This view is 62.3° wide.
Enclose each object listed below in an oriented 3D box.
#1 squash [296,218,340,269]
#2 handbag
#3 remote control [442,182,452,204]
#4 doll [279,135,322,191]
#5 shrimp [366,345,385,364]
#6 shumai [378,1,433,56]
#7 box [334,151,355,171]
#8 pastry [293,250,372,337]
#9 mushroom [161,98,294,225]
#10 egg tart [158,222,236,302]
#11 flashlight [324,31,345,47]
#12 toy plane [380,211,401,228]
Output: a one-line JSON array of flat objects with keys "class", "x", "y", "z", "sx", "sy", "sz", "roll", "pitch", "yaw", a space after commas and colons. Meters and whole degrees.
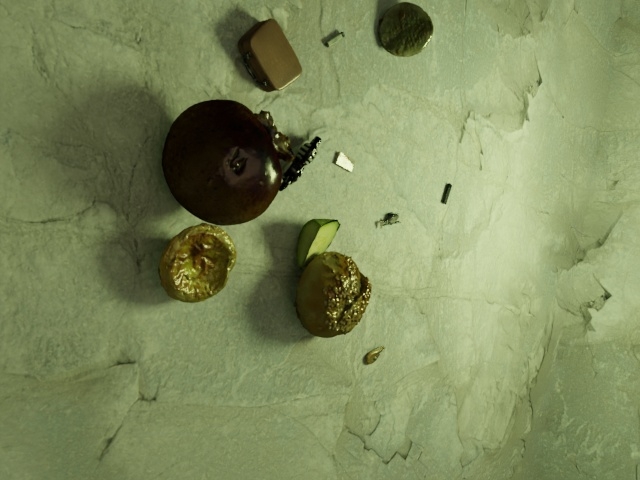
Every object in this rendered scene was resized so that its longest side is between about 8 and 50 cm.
[{"class": "squash", "x": -0.020, "y": -0.013, "z": 1.795, "sx": 0.184, "sy": 0.085, "sz": 0.192, "roll": -26, "pitch": 147, "yaw": -60}, {"class": "handbag", "x": -0.153, "y": -0.550, "z": 1.600, "sx": 0.151, "sy": 0.072, "sz": 0.193, "roll": -51, "pitch": 127, "yaw": -23}, {"class": "remote control", "x": 0.545, "y": -0.201, "z": 2.281, "sx": 0.034, "sy": 0.016, "sz": 0.091, "roll": 28, "pitch": 79, "yaw": -56}, {"class": "doll", "x": -0.070, "y": -0.250, "z": 1.707, "sx": 0.067, "sy": 0.091, "sz": 0.219, "roll": 38, "pitch": 71, "yaw": -13}, {"class": "shrimp", "x": 0.219, "y": 0.457, "z": 2.105, "sx": 0.108, "sy": 0.023, "sz": 0.059, "roll": -20, "pitch": 119, "yaw": -37}, {"class": "shumai", "x": 0.311, "y": -0.767, "z": 1.937, "sx": 0.120, "sy": 0.201, "sz": 0.201, "roll": -45, "pitch": 136, "yaw": -77}, {"class": "box", "x": 0.087, "y": -0.279, "z": 1.882, "sx": 0.083, "sy": 0.012, "sz": 0.046, "roll": 22, "pitch": 83, "yaw": -40}, {"class": "pastry", "x": 0.057, "y": 0.198, "z": 1.795, "sx": 0.284, "sy": 0.184, "sz": 0.315, "roll": -43, "pitch": 133, "yaw": -29}, {"class": "mushroom", "x": -0.265, "y": -0.238, "z": 1.481, "sx": 0.334, "sy": 0.356, "sz": 0.331, "roll": -27, "pitch": 123, "yaw": 7}, {"class": "egg tart", "x": -0.351, "y": 0.061, "z": 1.493, "sx": 0.241, "sy": 0.106, "sz": 0.241, "roll": -16, "pitch": 117, "yaw": -34}, {"class": "flashlight", "x": 0.049, "y": -0.677, "z": 1.784, "sx": 0.083, "sy": 0.018, "sz": 0.018, "roll": -43, "pitch": 122, "yaw": -27}, {"class": "toy plane", "x": 0.271, "y": -0.080, "z": 2.059, "sx": 0.121, "sy": 0.031, "sz": 0.049, "roll": -16, "pitch": 116, "yaw": -41}]
